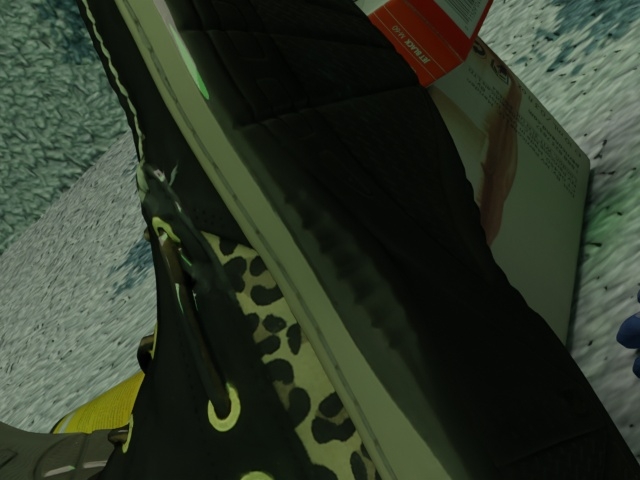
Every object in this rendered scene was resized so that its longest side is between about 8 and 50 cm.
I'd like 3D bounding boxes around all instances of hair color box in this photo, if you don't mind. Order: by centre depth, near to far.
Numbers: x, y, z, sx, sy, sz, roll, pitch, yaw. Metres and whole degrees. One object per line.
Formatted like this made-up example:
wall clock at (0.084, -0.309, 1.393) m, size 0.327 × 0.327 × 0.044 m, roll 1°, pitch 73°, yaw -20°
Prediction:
hair color box at (0.013, -0.097, 0.903) m, size 0.167 × 0.053 × 0.093 m, roll -33°, pitch 20°, yaw 38°

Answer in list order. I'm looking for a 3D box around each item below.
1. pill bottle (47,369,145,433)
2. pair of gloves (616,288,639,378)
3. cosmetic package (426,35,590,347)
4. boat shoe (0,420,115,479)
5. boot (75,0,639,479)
pill bottle at (-0.083, 0.122, 0.992) m, size 0.184 × 0.103 × 0.103 m, roll -31°, pitch 21°, yaw 45°
pair of gloves at (0.210, -0.018, 0.722) m, size 0.198 × 0.023 × 0.159 m, roll -53°, pitch 18°, yaw -21°
cosmetic package at (0.038, 0.025, 0.868) m, size 0.153 × 0.129 × 0.296 m, roll -36°, pitch 18°, yaw 28°
boat shoe at (-0.137, 0.185, 0.926) m, size 0.355 × 0.130 × 0.132 m, roll 9°, pitch 40°, yaw 46°
boot at (-0.053, 0.070, 0.666) m, size 0.284 × 0.377 × 0.138 m, roll -43°, pitch -21°, yaw 31°
